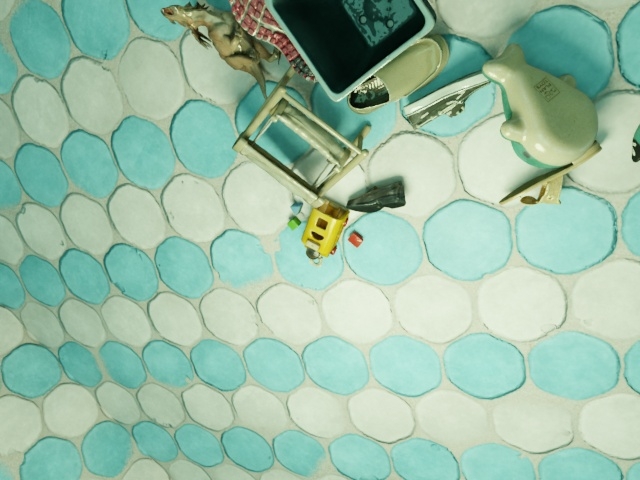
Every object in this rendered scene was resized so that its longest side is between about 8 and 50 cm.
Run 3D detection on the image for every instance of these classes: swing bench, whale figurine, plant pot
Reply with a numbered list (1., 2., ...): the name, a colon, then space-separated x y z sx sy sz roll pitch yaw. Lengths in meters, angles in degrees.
1. swing bench: -0.053 -0.231 1.284 0.253 0.165 0.255 35 123 -15
2. whale figurine: 0.441 -0.272 1.103 0.272 0.216 0.141 50 165 2
3. plant pot: 0.089 -0.477 1.083 0.247 0.252 0.248 -31 100 32

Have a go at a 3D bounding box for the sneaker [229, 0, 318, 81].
1. sneaker: -0.089 -0.486 1.201 0.120 0.112 0.299 -38 109 19

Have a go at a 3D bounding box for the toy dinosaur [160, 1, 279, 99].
1. toy dinosaur: -0.223 -0.482 1.291 0.200 0.127 0.296 -2 136 40

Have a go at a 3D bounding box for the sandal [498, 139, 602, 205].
1. sandal: 0.523 -0.119 1.176 0.240 0.088 0.079 -36 91 27

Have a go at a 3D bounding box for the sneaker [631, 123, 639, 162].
1. sneaker: 0.779 -0.164 1.043 0.302 0.108 0.121 24 122 20

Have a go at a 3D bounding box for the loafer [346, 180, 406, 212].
1. loafer: 0.143 -0.111 1.365 0.170 0.062 0.061 -6 73 32

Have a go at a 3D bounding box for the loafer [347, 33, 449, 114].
1. loafer: 0.170 -0.364 1.200 0.268 0.092 0.102 -30 100 31

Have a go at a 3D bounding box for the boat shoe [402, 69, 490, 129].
1. boat shoe: 0.294 -0.316 1.187 0.219 0.078 0.070 -19 105 37

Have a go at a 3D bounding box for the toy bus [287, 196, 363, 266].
1. toy bus: -0.001 -0.012 1.436 0.190 0.104 0.202 -17 106 29
